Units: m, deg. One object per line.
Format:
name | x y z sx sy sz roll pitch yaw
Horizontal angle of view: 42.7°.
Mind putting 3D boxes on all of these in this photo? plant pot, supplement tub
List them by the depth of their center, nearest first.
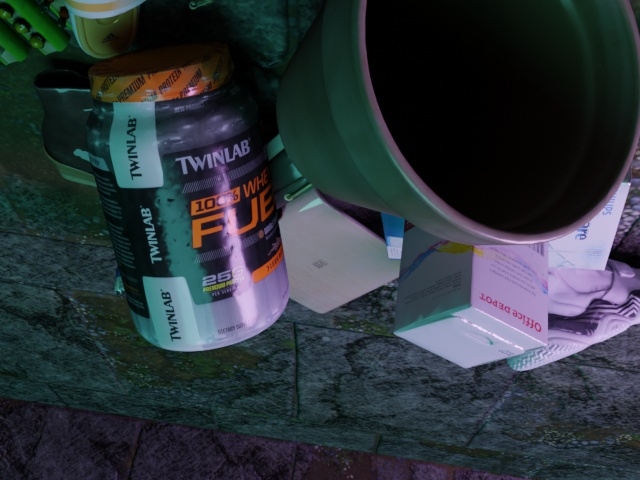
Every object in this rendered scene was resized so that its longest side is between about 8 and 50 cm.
plant pot | 0.098 -0.146 0.810 0.323 0.323 0.280 25 164 -27
supplement tub | -0.160 -0.055 0.992 0.207 0.207 0.338 0 116 18

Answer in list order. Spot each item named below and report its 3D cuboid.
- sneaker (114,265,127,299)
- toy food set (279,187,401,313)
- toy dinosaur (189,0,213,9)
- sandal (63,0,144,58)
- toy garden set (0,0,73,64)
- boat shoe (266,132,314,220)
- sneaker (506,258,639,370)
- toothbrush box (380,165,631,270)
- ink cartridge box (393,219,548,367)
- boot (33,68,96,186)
sneaker | -0.177 0.029 1.363 0.330 0.147 0.130 5 174 -40
toy food set | 0.000 0.000 1.321 0.220 0.092 0.306 -29 137 33
toy dinosaur | -0.047 -0.276 0.857 0.183 0.053 0.092 -2 170 -4
sandal | -0.220 -0.259 0.862 0.102 0.076 0.265 -22 161 -14
toy garden set | -0.405 -0.274 0.952 0.244 0.049 0.204 -6 149 27
boat shoe | -0.085 -0.062 1.145 0.091 0.109 0.305 48 134 -6
sneaker | 0.387 0.045 1.225 0.366 0.210 0.137 -16 167 -32
toothbrush box | 0.230 -0.069 1.059 0.295 0.126 0.216 2 151 10
ink cartridge box | 0.177 0.039 0.953 0.128 0.176 0.127 28 145 -28
boot | -0.259 -0.136 1.124 0.248 0.090 0.207 7 149 -5
